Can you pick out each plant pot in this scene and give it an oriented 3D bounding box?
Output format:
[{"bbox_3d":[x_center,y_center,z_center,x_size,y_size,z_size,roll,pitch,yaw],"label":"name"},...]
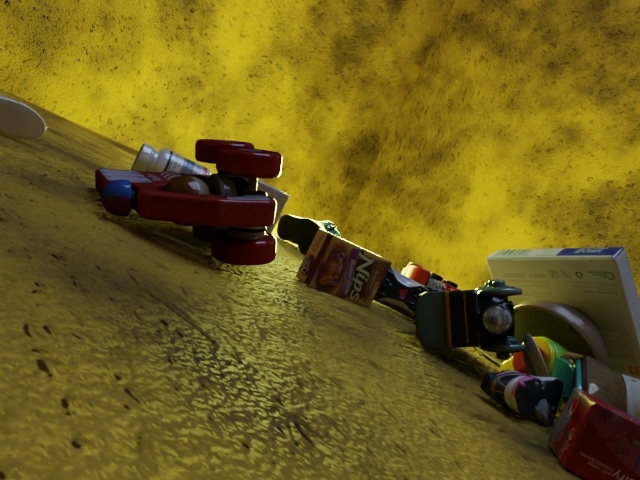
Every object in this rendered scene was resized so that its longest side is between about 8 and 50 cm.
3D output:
[{"bbox_3d":[0.538,0.221,1.165,0.237,0.109,0.237,41,-32,33],"label":"plant pot"}]

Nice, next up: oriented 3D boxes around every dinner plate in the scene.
[{"bbox_3d":[0.383,0.236,0.929,0.017,0.141,0.141,-17,-5,9],"label":"dinner plate"}]

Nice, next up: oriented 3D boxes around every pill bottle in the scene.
[{"bbox_3d":[-0.388,-0.175,1.355,0.180,0.108,0.108,25,3,-26],"label":"pill bottle"}]

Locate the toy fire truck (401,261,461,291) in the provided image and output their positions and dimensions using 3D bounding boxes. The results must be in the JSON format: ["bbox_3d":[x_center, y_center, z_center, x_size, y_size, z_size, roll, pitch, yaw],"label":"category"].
[{"bbox_3d":[0.383,0.180,1.784,0.217,0.158,0.246,27,-8,-2],"label":"toy fire truck"}]

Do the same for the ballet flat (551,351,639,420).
[{"bbox_3d":[0.445,0.241,0.822,0.124,0.116,0.342,4,-6,19],"label":"ballet flat"}]

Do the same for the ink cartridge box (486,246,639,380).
[{"bbox_3d":[0.585,0.176,1.240,0.324,0.071,0.330,-3,-67,56],"label":"ink cartridge box"}]

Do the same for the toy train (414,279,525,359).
[{"bbox_3d":[0.283,0.149,1.021,0.190,0.142,0.334,-2,-6,12],"label":"toy train"}]

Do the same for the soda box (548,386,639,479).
[{"bbox_3d":[0.406,0.274,0.590,0.263,0.083,0.092,26,2,12],"label":"soda box"}]

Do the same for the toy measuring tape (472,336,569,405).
[{"bbox_3d":[0.448,0.249,1.143,0.121,0.121,0.330,26,3,-15],"label":"toy measuring tape"}]

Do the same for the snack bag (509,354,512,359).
[{"bbox_3d":[0.698,0.402,1.419,0.323,0.037,0.342,24,3,-31],"label":"snack bag"}]

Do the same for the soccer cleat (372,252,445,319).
[{"bbox_3d":[0.182,0.127,1.285,0.318,0.109,0.116,25,-18,15],"label":"soccer cleat"}]

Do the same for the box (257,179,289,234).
[{"bbox_3d":[-0.151,-0.060,1.071,0.126,0.137,0.072,26,2,-15],"label":"box"}]

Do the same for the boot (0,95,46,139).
[{"bbox_3d":[-0.616,-0.248,0.973,0.190,0.069,0.086,22,8,-41],"label":"boot"}]

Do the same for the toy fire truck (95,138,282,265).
[{"bbox_3d":[-0.207,-0.067,0.808,0.254,0.169,0.302,-2,16,-27],"label":"toy fire truck"}]

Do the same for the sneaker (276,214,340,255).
[{"bbox_3d":[0.000,0.000,1.653,0.178,0.124,0.295,13,8,-33],"label":"sneaker"}]

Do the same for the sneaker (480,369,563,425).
[{"bbox_3d":[0.301,0.222,0.780,0.077,0.072,0.178,13,-14,46],"label":"sneaker"}]

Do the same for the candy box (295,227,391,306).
[{"bbox_3d":[0.051,0.058,1.051,0.186,0.109,0.053,23,4,-43],"label":"candy box"}]
